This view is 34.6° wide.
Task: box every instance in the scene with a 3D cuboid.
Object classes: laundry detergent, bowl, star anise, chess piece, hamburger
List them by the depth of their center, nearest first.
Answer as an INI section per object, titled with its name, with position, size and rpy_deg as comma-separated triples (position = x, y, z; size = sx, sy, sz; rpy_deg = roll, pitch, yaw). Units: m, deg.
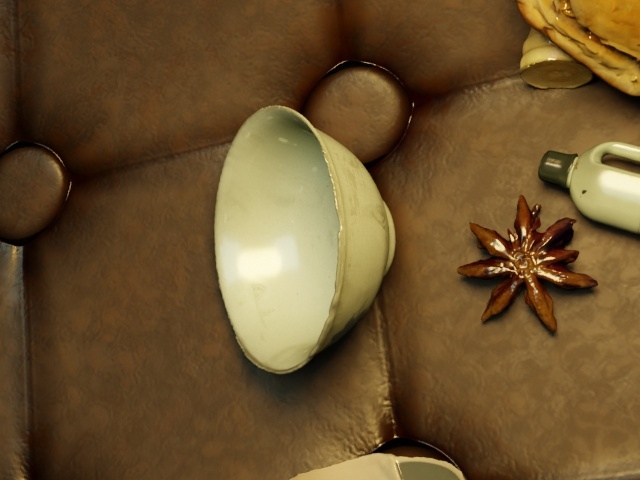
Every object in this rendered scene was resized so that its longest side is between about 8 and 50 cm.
[hamburger]
position = 0.358, -0.333, 1.157
size = 0.304, 0.174, 0.284
rpy_deg = 30, 64, -13
[laundry detergent]
position = 0.364, -0.059, 1.188
size = 0.225, 0.070, 0.099
rpy_deg = 19, 91, 22
[star anise]
position = 0.241, 0.030, 1.209
size = 0.167, 0.057, 0.168
rpy_deg = -5, 74, 16
[bowl]
position = 0.000, 0.000, 1.228
size = 0.313, 0.146, 0.314
rpy_deg = 0, 90, 59
[chess piece]
position = 0.293, -0.294, 1.258
size = 0.090, 0.090, 0.201
rpy_deg = 2, 77, 18

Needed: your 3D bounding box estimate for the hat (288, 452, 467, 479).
[hat]
position = 0.062, 0.355, 1.128
size = 0.275, 0.231, 0.161
rpy_deg = 57, 142, 36
